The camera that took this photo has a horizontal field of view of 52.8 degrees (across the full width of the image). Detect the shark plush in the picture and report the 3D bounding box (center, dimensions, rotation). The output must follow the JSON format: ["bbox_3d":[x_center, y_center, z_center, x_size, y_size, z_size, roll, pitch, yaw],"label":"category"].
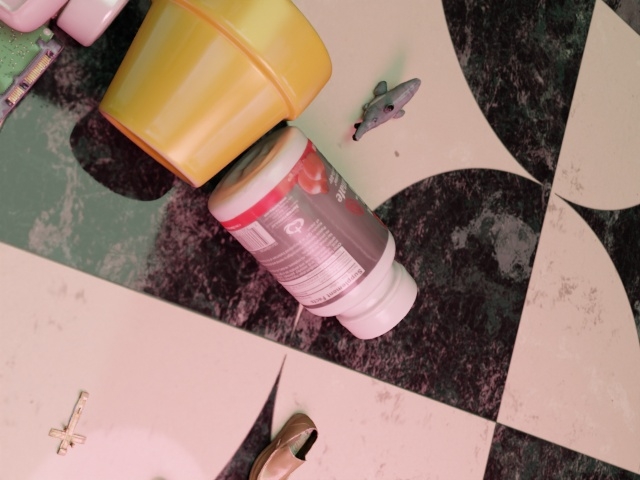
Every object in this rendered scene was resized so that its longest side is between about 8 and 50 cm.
[{"bbox_3d":[0.104,-0.230,1.105,0.161,0.067,0.073,-33,105,-29],"label":"shark plush"}]

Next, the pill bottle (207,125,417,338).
[{"bbox_3d":[0.000,0.000,0.966,0.318,0.176,0.176,47,66,-21],"label":"pill bottle"}]

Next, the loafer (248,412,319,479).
[{"bbox_3d":[-0.055,0.332,0.988,0.056,0.050,0.148,44,66,-22],"label":"loafer"}]

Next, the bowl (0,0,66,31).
[{"bbox_3d":[-0.348,-0.321,0.722,0.142,0.053,0.142,-40,114,11],"label":"bowl"}]

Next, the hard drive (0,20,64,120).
[{"bbox_3d":[-0.505,-0.254,0.730,0.339,0.064,0.237,39,69,-24],"label":"hard drive"}]

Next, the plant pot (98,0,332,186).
[{"bbox_3d":[-0.153,-0.211,0.855,0.254,0.254,0.239,41,82,-24],"label":"plant pot"}]

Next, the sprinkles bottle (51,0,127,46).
[{"bbox_3d":[-0.391,-0.399,0.774,0.355,0.121,0.121,40,68,-24],"label":"sprinkles bottle"}]

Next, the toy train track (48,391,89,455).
[{"bbox_3d":[-0.324,0.241,0.847,0.048,0.014,0.083,25,74,-29],"label":"toy train track"}]
